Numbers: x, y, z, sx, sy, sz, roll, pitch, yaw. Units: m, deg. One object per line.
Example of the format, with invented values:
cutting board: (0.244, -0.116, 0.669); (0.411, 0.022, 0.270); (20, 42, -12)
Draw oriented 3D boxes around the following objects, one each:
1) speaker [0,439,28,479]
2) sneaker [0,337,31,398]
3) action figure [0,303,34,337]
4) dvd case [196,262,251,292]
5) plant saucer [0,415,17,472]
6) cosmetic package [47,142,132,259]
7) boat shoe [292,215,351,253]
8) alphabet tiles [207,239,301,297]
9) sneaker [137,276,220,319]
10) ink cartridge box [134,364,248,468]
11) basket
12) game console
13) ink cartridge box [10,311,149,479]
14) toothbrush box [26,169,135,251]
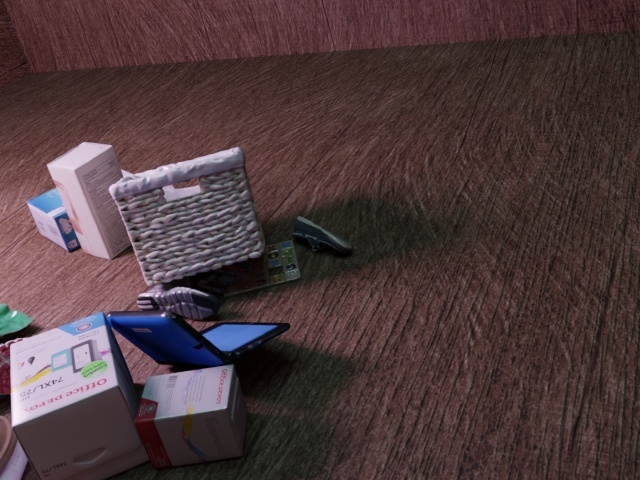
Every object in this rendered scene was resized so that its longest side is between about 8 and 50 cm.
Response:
speaker: (-0.596, 0.433, 1.464); (0.055, 0.055, 0.136); (-12, 30, 2)
sneaker: (-0.733, 0.300, 1.693); (0.299, 0.121, 0.112); (-17, -1, -24)
action figure: (-0.836, 0.248, 1.863); (0.137, 0.063, 0.232); (10, 33, 31)
dvd case: (-0.246, 0.089, 1.940); (0.087, 0.013, 0.119); (11, 36, 35)
plant saucer: (-0.715, 0.437, 1.459); (0.277, 0.041, 0.278); (-21, 28, 12)
cosmetic package: (-0.636, -0.113, 2.167); (0.129, 0.296, 0.153); (11, 37, 33)
boat shoe: (0.000, 0.000, 1.991); (0.206, 0.075, 0.065); (30, 93, 43)
alphabet tiles: (-0.176, 0.074, 1.961); (0.237, 0.009, 0.198); (-13, 30, -2)
sneaker: (-0.328, 0.124, 1.861); (0.228, 0.086, 0.132); (1, 30, 24)
ink cartridge box: (-0.236, 0.330, 1.426); (0.176, 0.127, 0.128); (-10, 29, 6)
basket: (-0.324, -0.073, 1.937); (0.328, 0.266, 0.331); (-16, 11, -4)
game console: (-0.258, 0.170, 1.582); (0.293, 0.250, 0.173); (-8, 44, 49)
ink cartridge box: (-0.469, 0.312, 1.475); (0.198, 0.197, 0.270); (-21, 31, -13)
toothbrush box: (-0.720, -0.109, 2.364); (0.295, 0.126, 0.216); (-33, 35, -31)
